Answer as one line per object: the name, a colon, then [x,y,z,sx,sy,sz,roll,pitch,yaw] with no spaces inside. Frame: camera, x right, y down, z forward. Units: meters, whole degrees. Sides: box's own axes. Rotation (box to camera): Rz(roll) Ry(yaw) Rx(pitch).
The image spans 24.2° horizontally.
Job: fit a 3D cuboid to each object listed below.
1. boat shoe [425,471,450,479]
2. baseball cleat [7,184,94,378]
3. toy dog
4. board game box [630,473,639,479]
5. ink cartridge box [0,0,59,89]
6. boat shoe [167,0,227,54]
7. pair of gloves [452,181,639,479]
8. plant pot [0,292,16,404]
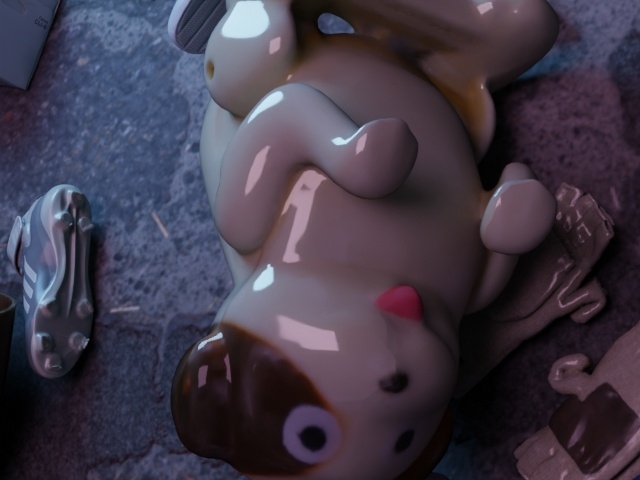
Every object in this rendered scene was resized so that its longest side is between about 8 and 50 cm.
boat shoe: [0.068,0.315,1.158,0.088,0.096,0.268,-21,61,32]
baseball cleat: [-0.279,0.047,1.529,0.109,0.072,0.206,-17,60,46]
toy dog: [0.000,0.000,1.182,0.395,0.284,0.408,-31,46,40]
board game box: [0.277,0.228,1.064,0.194,0.060,0.194,-27,60,26]
ink cartridge box: [-0.409,-0.258,1.683,0.176,0.128,0.127,12,80,38]
boat shoe: [-0.076,-0.285,1.502,0.226,0.083,0.076,-47,40,-2]
pair of gloves: [0.201,0.084,1.183,0.204,0.042,0.240,-54,47,13]
plant pot: [-0.410,0.176,1.487,0.215,0.215,0.231,7,101,37]
